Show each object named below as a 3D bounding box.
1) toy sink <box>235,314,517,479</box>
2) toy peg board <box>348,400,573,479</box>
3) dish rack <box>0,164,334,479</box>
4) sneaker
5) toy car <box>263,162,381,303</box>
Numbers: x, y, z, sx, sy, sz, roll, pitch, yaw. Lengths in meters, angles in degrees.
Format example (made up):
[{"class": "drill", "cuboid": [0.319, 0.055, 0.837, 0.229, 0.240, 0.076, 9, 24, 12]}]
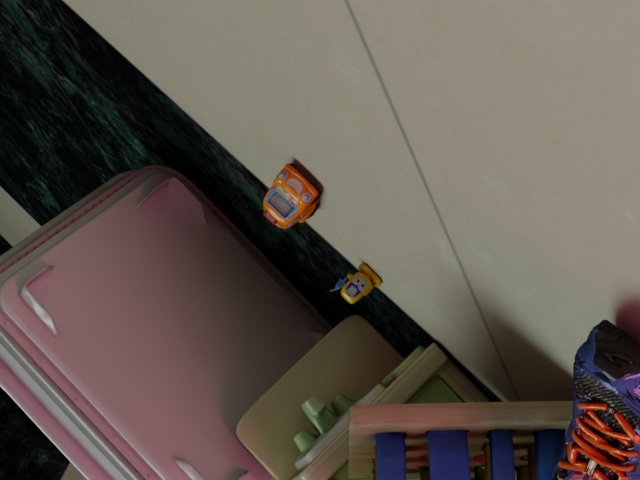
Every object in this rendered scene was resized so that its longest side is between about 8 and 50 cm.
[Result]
[{"class": "toy sink", "cuboid": [0.064, 0.177, 1.096, 0.234, 0.153, 0.131, 47, 165, 5]}, {"class": "toy peg board", "cuboid": [0.100, 0.169, 0.937, 0.160, 0.161, 0.079, 88, -179, -68]}, {"class": "dish rack", "cuboid": [-0.122, 0.090, 1.214, 0.333, 0.285, 0.072, 46, 139, 4]}, {"class": "sneaker", "cuboid": [0.172, 0.125, 0.784, 0.083, 0.087, 0.221, 36, 162, 34]}, {"class": "toy car", "cuboid": [0.000, 0.000, 1.026, 0.122, 0.040, 0.060, 49, 165, -8]}]
